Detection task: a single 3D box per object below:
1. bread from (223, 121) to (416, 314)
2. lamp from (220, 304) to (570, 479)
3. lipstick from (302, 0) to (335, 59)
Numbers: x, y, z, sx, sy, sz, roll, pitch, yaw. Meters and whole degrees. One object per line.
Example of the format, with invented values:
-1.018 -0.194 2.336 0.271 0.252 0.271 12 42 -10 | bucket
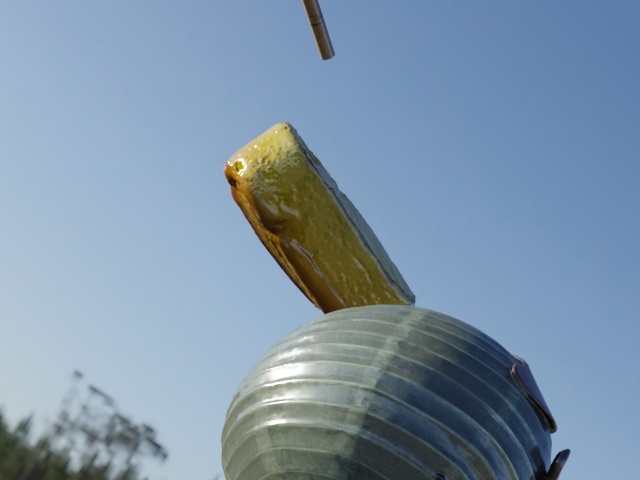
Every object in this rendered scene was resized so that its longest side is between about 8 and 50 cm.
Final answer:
0.000 0.000 1.529 0.245 0.094 0.102 53 1 -33 | bread
0.055 0.155 1.245 0.233 0.233 0.265 37 -38 -29 | lamp
-0.004 -0.251 1.849 0.019 0.019 0.094 19 -42 46 | lipstick
